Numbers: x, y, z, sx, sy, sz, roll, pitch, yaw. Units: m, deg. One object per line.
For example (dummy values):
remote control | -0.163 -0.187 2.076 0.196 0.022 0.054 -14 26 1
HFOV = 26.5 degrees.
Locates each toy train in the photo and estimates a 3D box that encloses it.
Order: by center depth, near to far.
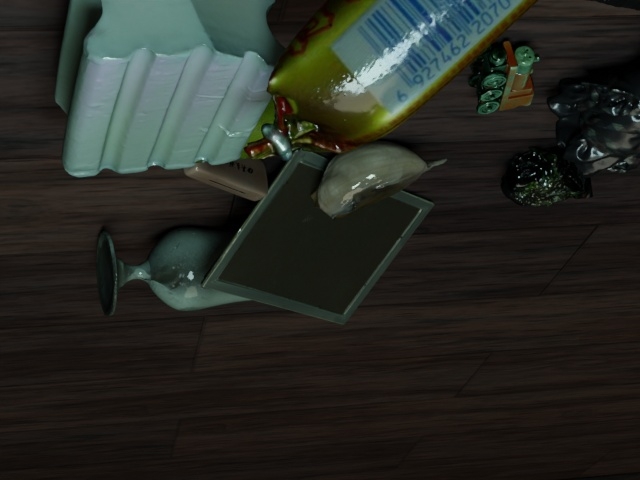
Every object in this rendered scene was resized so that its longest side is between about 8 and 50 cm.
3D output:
toy train | 0.184 -0.163 1.353 0.064 0.044 0.103 -10 159 -3

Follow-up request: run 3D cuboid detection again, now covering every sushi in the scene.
sushi | 0.255 -0.074 1.571 0.083 0.056 0.085 -17 157 39

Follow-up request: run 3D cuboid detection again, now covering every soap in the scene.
soap | -0.132 -0.146 1.161 0.173 0.095 0.289 -7 166 -16

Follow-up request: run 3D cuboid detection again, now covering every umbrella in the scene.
umbrella | 0.345 -0.160 1.338 0.122 0.110 0.272 39 139 -12

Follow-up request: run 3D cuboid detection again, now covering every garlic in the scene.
garlic | 0.054 -0.075 1.493 0.152 0.066 0.084 -28 175 15

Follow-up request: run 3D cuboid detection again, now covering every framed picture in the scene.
framed picture | 0.000 0.000 1.592 0.252 0.014 0.197 19 113 -46

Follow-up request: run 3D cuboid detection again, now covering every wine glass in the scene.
wine glass | -0.145 0.033 1.628 0.231 0.103 0.103 -3 157 -19

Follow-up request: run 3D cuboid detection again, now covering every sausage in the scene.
sausage | 0.064 -0.168 1.063 0.317 0.117 0.125 -42 167 9

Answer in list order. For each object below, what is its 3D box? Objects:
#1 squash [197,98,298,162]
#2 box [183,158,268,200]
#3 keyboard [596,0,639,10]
squash | -0.096 -0.108 1.357 0.201 0.066 0.066 -12 157 9
box | -0.100 -0.078 1.449 0.025 0.048 0.115 -20 154 35
keyboard | 0.213 -0.246 1.201 0.251 0.017 0.087 5 155 -26
